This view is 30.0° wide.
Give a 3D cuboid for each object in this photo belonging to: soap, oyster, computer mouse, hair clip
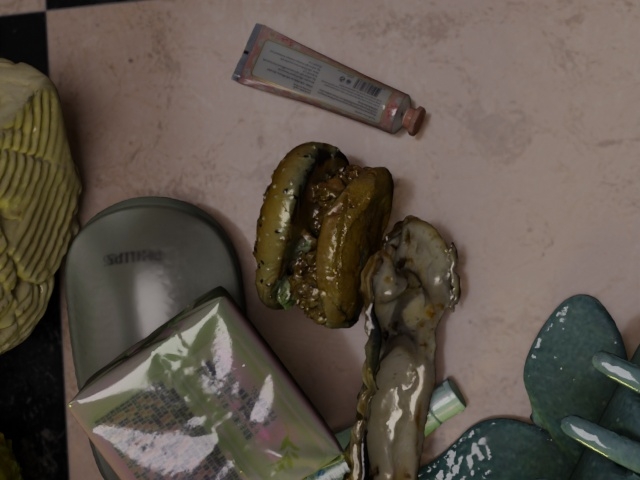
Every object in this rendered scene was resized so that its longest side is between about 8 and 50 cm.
[{"bbox_3d":[-0.109,0.171,1.141,0.182,0.138,0.199,-36,98,-4],"label":"soap"},{"bbox_3d":[0.060,0.146,1.146,0.078,0.128,0.345,9,89,35],"label":"oyster"},{"bbox_3d":[-0.170,0.118,1.248,0.197,0.095,0.331,-10,87,15],"label":"computer mouse"},{"bbox_3d":[0.280,0.237,1.080,0.392,0.238,0.318,28,92,11],"label":"hair clip"}]

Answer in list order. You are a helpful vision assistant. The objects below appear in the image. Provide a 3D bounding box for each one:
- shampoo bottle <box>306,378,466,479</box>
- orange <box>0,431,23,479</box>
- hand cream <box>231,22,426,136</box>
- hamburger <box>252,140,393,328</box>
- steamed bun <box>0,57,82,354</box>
[{"bbox_3d":[0.061,0.205,1.221,0.190,0.041,0.069,-35,78,9],"label":"shampoo bottle"},{"bbox_3d":[-0.462,0.301,1.235,0.300,0.223,0.301,28,90,14],"label":"orange"},{"bbox_3d":[0.009,-0.160,1.241,0.209,0.043,0.067,25,92,16],"label":"hand cream"},{"bbox_3d":[0.000,0.000,1.179,0.113,0.185,0.177,13,54,8],"label":"hamburger"},{"bbox_3d":[-0.390,-0.035,1.219,0.203,0.276,0.289,14,117,23],"label":"steamed bun"}]
